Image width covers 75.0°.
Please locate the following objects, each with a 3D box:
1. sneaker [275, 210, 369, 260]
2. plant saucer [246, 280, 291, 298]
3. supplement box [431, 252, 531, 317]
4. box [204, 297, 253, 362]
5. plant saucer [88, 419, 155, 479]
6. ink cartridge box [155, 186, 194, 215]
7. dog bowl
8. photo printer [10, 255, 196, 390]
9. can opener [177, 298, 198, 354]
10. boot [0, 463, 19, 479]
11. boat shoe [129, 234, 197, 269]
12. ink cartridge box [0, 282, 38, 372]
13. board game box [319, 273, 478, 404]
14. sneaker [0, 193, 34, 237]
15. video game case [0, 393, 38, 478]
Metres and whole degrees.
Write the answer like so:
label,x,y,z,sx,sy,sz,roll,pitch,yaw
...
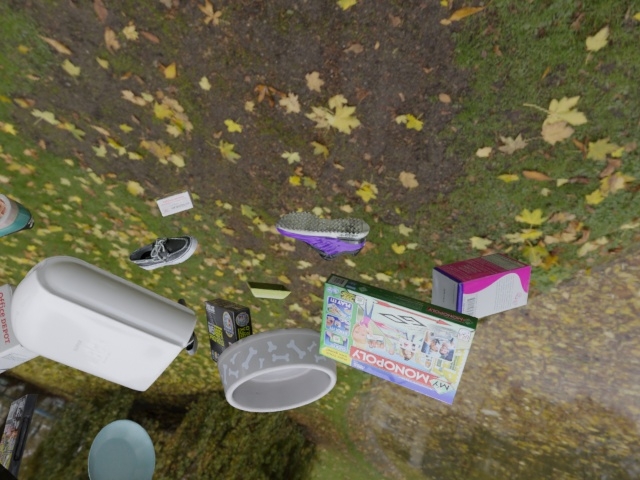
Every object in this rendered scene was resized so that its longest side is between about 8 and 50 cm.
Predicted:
label,x,y,z,sx,sy,sz,roll,pitch,yaw
sneaker,0.000,0.001,1.333,0.294,0.102,0.146,7,129,0
plant saucer,-0.249,0.237,1.969,0.189,0.045,0.188,7,-178,-16
supplement box,0.404,0.116,1.056,0.114,0.220,0.111,-139,43,-63
box,-0.301,0.314,1.377,0.270,0.060,0.216,1,99,56
plant saucer,-0.508,0.558,1.053,0.038,0.194,0.195,-28,127,18
ink cartridge box,-0.495,-0.132,1.427,0.181,0.105,0.061,-140,33,-71
dog bowl,-0.113,0.379,1.181,0.350,0.102,0.348,-8,140,-6
photo printer,-0.436,0.167,0.821,0.308,0.107,0.256,31,129,-20
can opener,-0.540,0.342,1.639,0.283,0.076,0.095,48,160,57
boot,-0.869,0.721,0.843,0.445,0.367,0.146,-40,108,13
boat shoe,-0.662,0.039,1.744,0.307,0.113,0.105,-13,154,22
ink cartridge box,-0.929,0.268,1.136,0.196,0.273,0.114,62,171,22
board game box,0.154,0.213,0.913,0.318,0.046,0.213,15,120,20
sneaker,-0.801,-0.030,0.921,0.303,0.107,0.121,-6,164,-3
video game case,-0.977,0.634,1.330,0.035,0.248,0.275,20,146,-38
